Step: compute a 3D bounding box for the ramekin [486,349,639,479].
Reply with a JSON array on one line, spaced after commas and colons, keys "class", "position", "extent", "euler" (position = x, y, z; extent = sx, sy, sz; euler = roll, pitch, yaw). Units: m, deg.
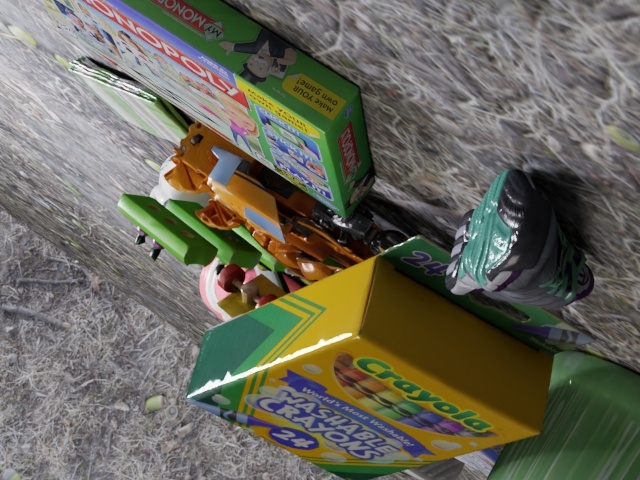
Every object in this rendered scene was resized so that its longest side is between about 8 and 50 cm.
[{"class": "ramekin", "position": [0.296, 0.246, 1.443], "extent": [0.303, 0.148, 0.303], "euler": [35, 170, 7]}]

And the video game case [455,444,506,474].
[{"class": "video game case", "position": [0.150, 0.207, 2.008], "extent": [0.269, 0.061, 0.244], "euler": [42, 170, -30]}]

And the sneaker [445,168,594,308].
[{"class": "sneaker", "position": [0.153, 0.006, 1.099], "extent": [0.098, 0.083, 0.224], "euler": [16, 175, -3]}]

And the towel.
[{"class": "towel", "position": [-0.184, -0.141, 1.665], "extent": [0.152, 0.023, 0.113], "euler": [25, 167, 40]}]

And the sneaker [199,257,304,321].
[{"class": "sneaker", "position": [-0.025, 0.134, 2.108], "extent": [0.314, 0.116, 0.136], "euler": [41, 168, -25]}]

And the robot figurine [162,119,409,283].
[{"class": "robot figurine", "position": [0.000, 0.000, 1.488], "extent": [0.291, 0.085, 0.211], "euler": [32, 172, 22]}]

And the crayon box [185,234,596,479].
[{"class": "crayon box", "position": [0.053, 0.116, 1.397], "extent": [0.203, 0.083, 0.323], "euler": [30, 148, -25]}]

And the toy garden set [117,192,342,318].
[{"class": "toy garden set", "position": [-0.063, 0.032, 1.605], "extent": [0.204, 0.049, 0.244], "euler": [37, -162, 34]}]

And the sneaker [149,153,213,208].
[{"class": "sneaker", "position": [-0.158, -0.044, 1.797], "extent": [0.094, 0.091, 0.258], "euler": [36, 170, 2]}]

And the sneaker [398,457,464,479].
[{"class": "sneaker", "position": [0.064, 0.259, 2.352], "extent": [0.321, 0.126, 0.127], "euler": [39, 164, -27]}]

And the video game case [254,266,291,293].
[{"class": "video game case", "position": [-0.025, 0.112, 1.761], "extent": [0.212, 0.023, 0.193], "euler": [-112, -1, -46]}]

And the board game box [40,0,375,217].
[{"class": "board game box", "position": [-0.103, -0.149, 1.271], "extent": [0.317, 0.046, 0.213], "euler": [34, 171, 14]}]
